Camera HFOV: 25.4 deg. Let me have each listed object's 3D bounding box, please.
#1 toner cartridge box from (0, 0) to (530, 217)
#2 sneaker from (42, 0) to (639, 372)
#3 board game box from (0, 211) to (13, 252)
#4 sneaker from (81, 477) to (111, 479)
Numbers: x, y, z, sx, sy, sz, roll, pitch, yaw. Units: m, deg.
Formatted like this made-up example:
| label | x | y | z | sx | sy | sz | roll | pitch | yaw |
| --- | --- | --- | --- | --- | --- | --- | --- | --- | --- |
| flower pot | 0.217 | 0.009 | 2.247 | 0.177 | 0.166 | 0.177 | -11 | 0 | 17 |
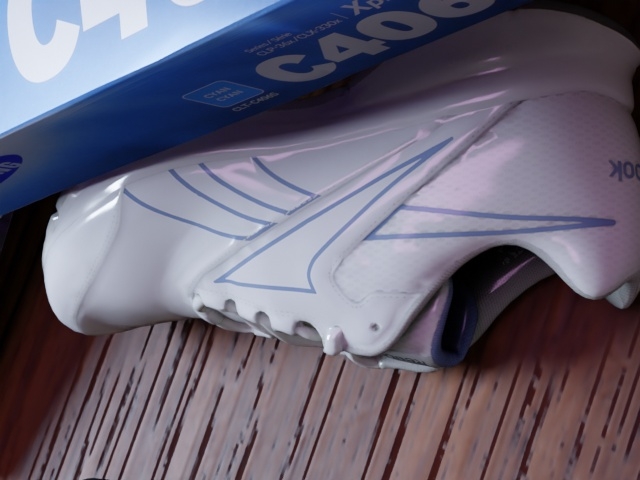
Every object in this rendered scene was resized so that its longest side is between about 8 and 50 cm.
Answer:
| label | x | y | z | sx | sy | sz | roll | pitch | yaw |
| --- | --- | --- | --- | --- | --- | --- | --- | --- | --- |
| toner cartridge box | -0.063 | -0.127 | 0.535 | 0.347 | 0.075 | 0.165 | -18 | 73 | 42 |
| sneaker | 0.000 | 0.000 | 0.607 | 0.297 | 0.111 | 0.129 | -18 | 71 | 28 |
| board game box | -0.234 | -0.073 | 0.756 | 0.208 | 0.056 | 0.347 | 24 | 99 | 31 |
| sneaker | -0.092 | 0.219 | 0.616 | 0.084 | 0.097 | 0.235 | 121 | 158 | -48 |
